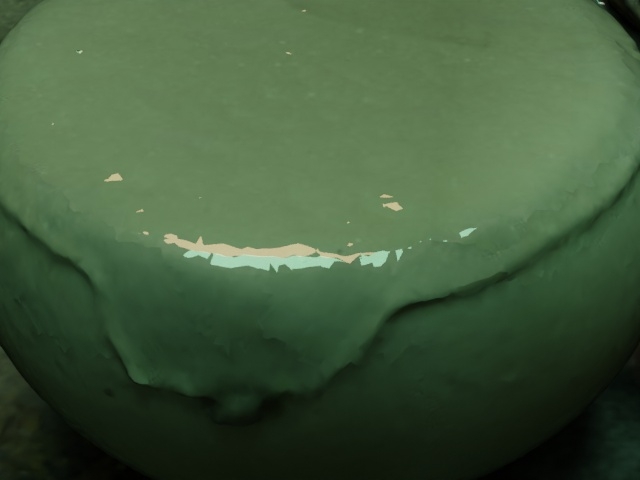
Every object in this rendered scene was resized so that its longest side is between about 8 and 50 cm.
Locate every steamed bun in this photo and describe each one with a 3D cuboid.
[{"bbox_3d":[0.000,0.000,0.747,0.283,0.177,0.283,-1,38,1],"label":"steamed bun"}]

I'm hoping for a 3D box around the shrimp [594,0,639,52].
[{"bbox_3d":[0.196,-0.133,0.981,0.172,0.137,0.372,-43,31,6],"label":"shrimp"}]
